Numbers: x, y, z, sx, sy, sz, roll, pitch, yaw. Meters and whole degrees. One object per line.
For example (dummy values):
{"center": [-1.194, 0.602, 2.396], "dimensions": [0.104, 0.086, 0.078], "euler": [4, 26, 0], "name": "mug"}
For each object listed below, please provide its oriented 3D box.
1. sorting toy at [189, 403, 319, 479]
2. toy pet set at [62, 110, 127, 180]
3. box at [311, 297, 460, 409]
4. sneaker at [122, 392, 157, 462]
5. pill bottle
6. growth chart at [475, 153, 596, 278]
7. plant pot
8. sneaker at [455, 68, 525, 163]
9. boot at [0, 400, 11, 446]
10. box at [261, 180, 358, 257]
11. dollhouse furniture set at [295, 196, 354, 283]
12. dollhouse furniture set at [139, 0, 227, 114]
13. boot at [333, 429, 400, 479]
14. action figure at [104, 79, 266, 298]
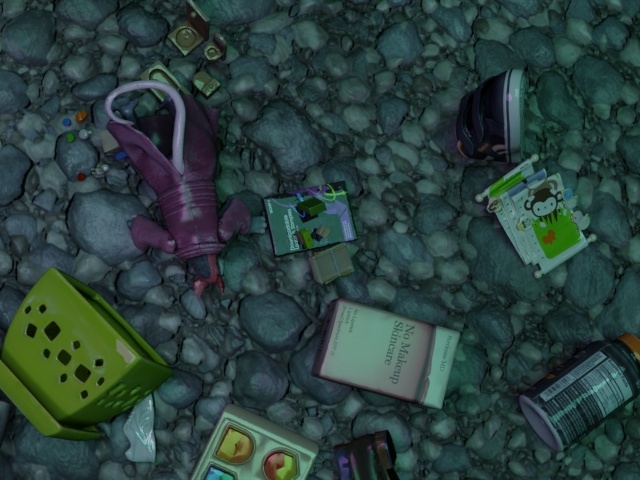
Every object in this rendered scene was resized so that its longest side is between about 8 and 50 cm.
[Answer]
{"center": [-0.127, 0.426, 1.859], "dimensions": [0.193, 0.038, 0.208], "euler": [26, 81, -4], "name": "sorting toy"}
{"center": [-0.396, -0.180, 1.888], "dimensions": [0.114, 0.065, 0.122], "euler": [-18, 83, 26], "name": "toy pet set"}
{"center": [0.116, 0.206, 1.871], "dimensions": [0.232, 0.127, 0.149], "euler": [16, 82, -6], "name": "box"}
{"center": [-0.323, 0.321, 1.836], "dimensions": [0.061, 0.054, 0.152], "euler": [-1, 85, -5], "name": "sneaker"}
{"center": [0.502, 0.273, 1.915], "dimensions": [0.245, 0.130, 0.130], "euler": [-33, 89, -10], "name": "pill bottle"}
{"center": [0.418, -0.047, 1.962], "dimensions": [0.172, 0.021, 0.237], "euler": [-40, 109, -6], "name": "growth chart"}
{"center": [-0.416, 0.207, 1.736], "dimensions": [0.207, 0.227, 0.228], "euler": [-45, 76, -4], "name": "plant pot"}
{"center": [0.304, -0.213, 1.848], "dimensions": [0.127, 0.321, 0.126], "euler": [6, 76, 11], "name": "sneaker"}
{"center": [-0.598, 0.392, 1.768], "dimensions": [0.076, 0.189, 0.209], "euler": [18, 57, -36], "name": "boot"}
{"center": [-0.020, -0.040, 1.928], "dimensions": [0.162, 0.029, 0.116], "euler": [-13, 86, -8], "name": "box"}
{"center": [0.000, 0.000, 1.901], "dimensions": [0.076, 0.058, 0.152], "euler": [-24, 109, -16], "name": "dollhouse furniture set"}
{"center": [-0.247, -0.326, 1.878], "dimensions": [0.151, 0.123, 0.144], "euler": [-43, 91, -10], "name": "dollhouse furniture set"}
{"center": [0.096, 0.460, 1.881], "dimensions": [0.106, 0.082, 0.219], "euler": [-11, 90, 13], "name": "boot"}
{"center": [-0.218, -0.083, 1.785], "dimensions": [0.248, 0.276, 0.370], "euler": [-16, 84, -12], "name": "action figure"}
